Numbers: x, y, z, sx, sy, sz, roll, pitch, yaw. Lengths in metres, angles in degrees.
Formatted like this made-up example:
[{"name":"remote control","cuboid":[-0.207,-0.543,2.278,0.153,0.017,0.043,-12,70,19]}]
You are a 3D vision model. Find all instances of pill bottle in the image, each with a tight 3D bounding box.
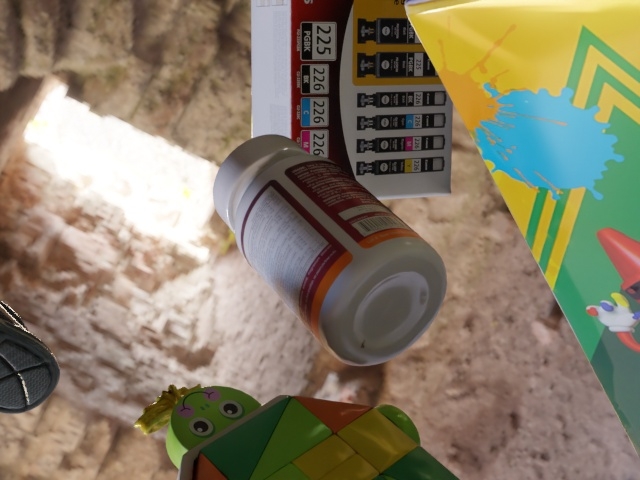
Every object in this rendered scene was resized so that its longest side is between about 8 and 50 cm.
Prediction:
[{"name":"pill bottle","cuboid":[0.000,0.000,0.921,0.221,0.121,0.121,45,111,44]}]

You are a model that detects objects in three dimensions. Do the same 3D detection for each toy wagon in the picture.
[{"name":"toy wagon","cuboid":[-0.009,0.209,0.789,0.267,0.344,0.068,-25,-36,-43]}]

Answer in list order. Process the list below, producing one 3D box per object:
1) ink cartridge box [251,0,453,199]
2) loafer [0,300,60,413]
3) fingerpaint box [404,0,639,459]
[{"name":"ink cartridge box","cuboid":[0.067,-0.208,1.213,0.130,0.271,0.310,-156,63,-64]},{"name":"loafer","cuboid":[-0.320,0.045,0.840,0.096,0.267,0.084,-41,38,0]},{"name":"fingerpaint box","cuboid":[0.258,-0.148,0.632,0.163,0.371,0.445,-3,46,36]}]
